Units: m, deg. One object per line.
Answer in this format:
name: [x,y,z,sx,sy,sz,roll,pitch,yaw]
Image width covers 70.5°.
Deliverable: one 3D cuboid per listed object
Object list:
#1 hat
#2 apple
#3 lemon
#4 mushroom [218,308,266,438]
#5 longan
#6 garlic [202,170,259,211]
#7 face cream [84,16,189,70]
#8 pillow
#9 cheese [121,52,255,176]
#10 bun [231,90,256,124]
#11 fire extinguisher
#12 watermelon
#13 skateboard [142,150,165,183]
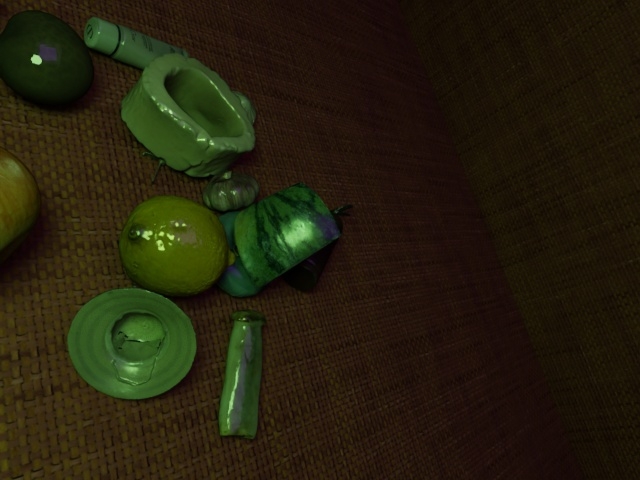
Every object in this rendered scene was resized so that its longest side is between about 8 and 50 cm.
hat: [-0.387,0.198,0.963,0.252,0.252,0.110,45,2,-16]
apple: [-0.634,-0.048,0.757,0.233,0.286,0.285,43,45,-19]
lemon: [-0.326,0.019,1.038,0.254,0.229,0.228,33,49,-31]
mushroom: [-0.193,0.320,1.119,0.100,0.081,0.311,19,61,-32]
longan: [-0.620,-0.404,1.022,0.198,0.198,0.212,4,58,-43]
garlic: [-0.250,-0.142,1.266,0.159,0.147,0.101,-16,119,-21]
face cream: [-0.501,-0.533,1.290,0.315,0.089,0.143,3,67,-55]
pillow: [-0.217,0.038,1.232,0.233,0.086,0.214,52,48,-9]
cheese: [-0.350,-0.328,1.242,0.332,0.153,0.292,45,36,-13]
bun: [-0.257,-0.423,1.444,0.138,0.094,0.138,26,50,-35]
fire extinguisher: [0.000,0.000,1.431,0.114,0.136,0.337,65,35,-34]
watermelon: [-0.084,-0.016,1.227,0.212,0.262,0.201,63,6,10]
skateboard: [-0.445,-0.193,1.189,0.064,0.032,0.083,21,53,-23]
